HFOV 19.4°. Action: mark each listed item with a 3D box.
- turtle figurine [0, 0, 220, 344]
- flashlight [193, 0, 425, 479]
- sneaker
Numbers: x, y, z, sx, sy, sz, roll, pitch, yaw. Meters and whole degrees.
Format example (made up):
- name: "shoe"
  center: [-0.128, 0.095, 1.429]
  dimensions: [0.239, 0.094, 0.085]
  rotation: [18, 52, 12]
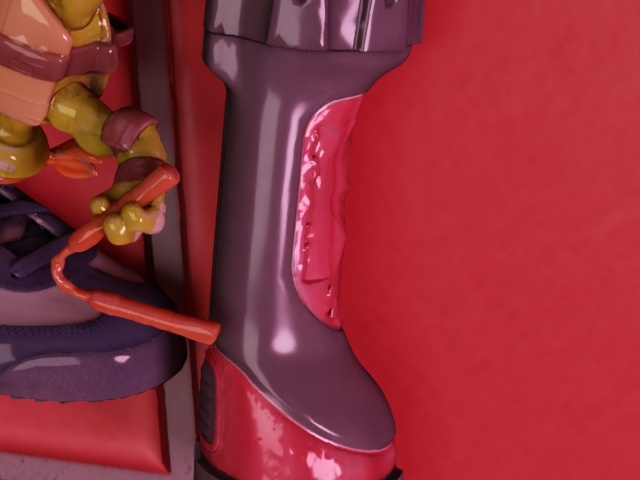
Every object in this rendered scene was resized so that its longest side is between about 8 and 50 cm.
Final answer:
- name: "turtle figurine"
  center: [-0.116, -0.093, 0.824]
  dimensions: [0.269, 0.087, 0.217]
  rotation: [39, 132, 21]
- name: "flashlight"
  center: [0.000, 0.000, 0.850]
  dimensions: [0.103, 0.103, 0.304]
  rotation: [15, 108, 25]
- name: "sneaker"
  center: [-0.207, -0.020, 0.926]
  dimensions: [0.319, 0.112, 0.131]
  rotation: [18, 116, 18]
